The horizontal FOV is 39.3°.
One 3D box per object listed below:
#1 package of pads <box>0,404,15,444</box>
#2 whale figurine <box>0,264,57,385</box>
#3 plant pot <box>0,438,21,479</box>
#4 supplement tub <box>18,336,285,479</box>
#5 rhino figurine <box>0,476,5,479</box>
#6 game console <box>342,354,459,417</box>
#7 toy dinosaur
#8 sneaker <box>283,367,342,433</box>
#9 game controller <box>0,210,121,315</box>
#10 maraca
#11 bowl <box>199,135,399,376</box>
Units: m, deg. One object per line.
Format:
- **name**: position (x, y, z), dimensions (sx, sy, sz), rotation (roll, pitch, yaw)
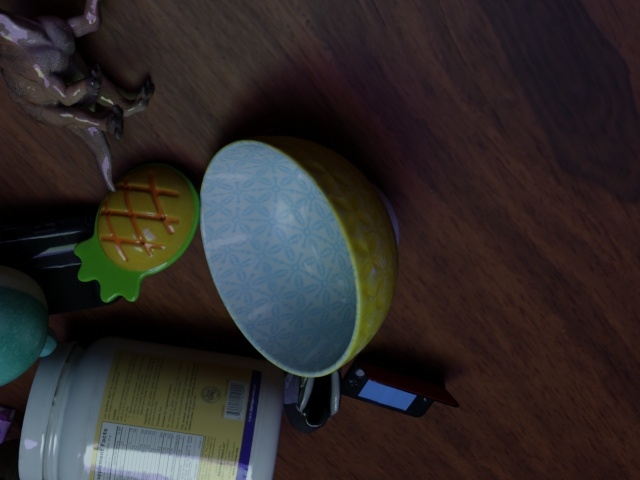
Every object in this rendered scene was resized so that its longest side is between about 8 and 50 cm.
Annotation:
- **package of pads**: position (-0.526, 0.298, 1.438), dimensions (0.050, 0.032, 0.083), rotation (22, 127, -16)
- **whale figurine**: position (-0.440, 0.144, 1.121), dimensions (0.216, 0.141, 0.272), rotation (5, 141, -27)
- **plant pot**: position (-0.377, 0.434, 1.389), dimensions (0.229, 0.263, 0.263), rotation (-7, 128, 11)
- **supplement tub**: position (-0.229, 0.266, 1.262), dimensions (0.331, 0.241, 0.241), rotation (9, 129, -4)
- **rhino figurine**: position (-0.386, 0.385, 1.238), dimensions (0.243, 0.073, 0.106), rotation (23, 168, 0)
- **game console**: position (0.112, 0.230, 1.314), dimensions (0.144, 0.085, 0.124), rotation (20, 127, -12)
- **toy dinosaur**: position (-0.311, -0.185, 0.985), dimensions (0.200, 0.127, 0.295), rotation (-1, 142, 13)
- **sneaker**: position (-0.015, 0.234, 1.293), dimensions (0.086, 0.132, 0.228), rotation (8, 129, -3)
- **game controller**: position (-0.415, 0.046, 1.176), dimensions (0.319, 0.067, 0.166), rotation (-8, 143, -9)
- **maraca**: position (-0.227, -0.010, 1.107), dimensions (0.127, 0.099, 0.185), rotation (39, 93, 16)
- **bowl**: position (0.000, 0.000, 1.069), dimensions (0.156, 0.289, 0.289), rotation (-23, 141, -36)
